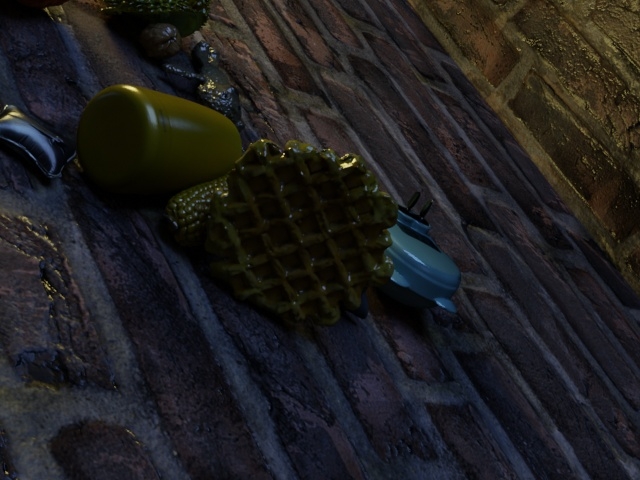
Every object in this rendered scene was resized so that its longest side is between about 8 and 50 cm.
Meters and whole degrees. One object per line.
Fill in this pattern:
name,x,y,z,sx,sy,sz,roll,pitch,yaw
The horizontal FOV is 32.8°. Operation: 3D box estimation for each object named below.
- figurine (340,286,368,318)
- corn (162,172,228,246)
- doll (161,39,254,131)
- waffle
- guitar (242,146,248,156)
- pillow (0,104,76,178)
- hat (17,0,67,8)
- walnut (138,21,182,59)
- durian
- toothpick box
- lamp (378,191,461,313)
figurine,-0.005,0.001,1.940,0.265,0.193,0.140,24,52,8
corn,-0.141,-0.066,1.838,0.310,0.101,0.101,-24,66,-37
doll,-0.212,-0.322,2.254,0.202,0.091,0.286,49,15,-8
waffle,-0.025,-0.014,1.760,0.325,0.302,0.068,20,17,-17
guitar,-0.225,-0.195,2.072,0.271,0.038,0.084,17,36,-40
pillow,-0.448,-0.153,1.689,0.136,0.055,0.091,34,58,-9
hat,-0.605,-0.610,2.024,0.400,0.285,0.285,24,24,9
walnut,-0.326,-0.406,2.216,0.096,0.082,0.079,10,-27,49
durian,-0.340,-0.522,2.263,0.237,0.200,0.176,-2,76,-42
toothpick box,-0.257,-0.159,1.824,0.175,0.175,0.271,53,24,23
lamp,0.170,0.029,2.135,0.209,0.147,0.284,30,36,-26
